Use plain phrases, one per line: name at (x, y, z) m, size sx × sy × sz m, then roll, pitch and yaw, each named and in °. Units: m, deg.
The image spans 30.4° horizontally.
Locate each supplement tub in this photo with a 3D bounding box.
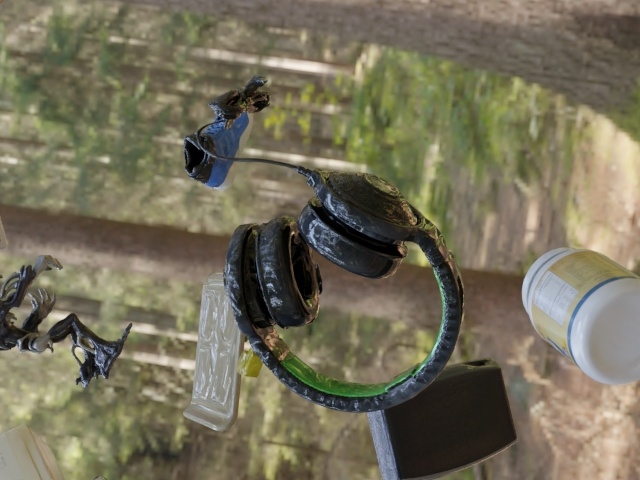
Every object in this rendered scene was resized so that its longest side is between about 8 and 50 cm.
supplement tub at (0.368, 0.095, 1.590) m, size 0.200 × 0.144 × 0.144 m, roll -132°, pitch 46°, yaw -68°

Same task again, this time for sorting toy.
sorting toy at (-0.123, 0.155, 1.683) m, size 0.307 × 0.041 × 0.229 m, roll 176°, pitch 104°, yaw -69°

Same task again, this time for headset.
headset at (0.000, 0.000, 1.326) m, size 0.394 × 0.243 × 0.185 m, roll 56°, pitch -161°, yaw -5°

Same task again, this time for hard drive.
hard drive at (0.204, 0.297, 1.921) m, size 0.054 × 0.254 × 0.172 m, roll -9°, pitch 94°, yaw 63°

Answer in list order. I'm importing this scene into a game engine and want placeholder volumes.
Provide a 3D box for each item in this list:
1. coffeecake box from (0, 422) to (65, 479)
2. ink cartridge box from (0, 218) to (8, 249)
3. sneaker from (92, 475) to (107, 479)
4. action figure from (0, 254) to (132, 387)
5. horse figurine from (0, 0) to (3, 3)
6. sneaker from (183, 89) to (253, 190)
coffeecake box at (-0.354, 0.319, 1.470) m, size 0.142 × 0.068 × 0.185 m, roll 62°, pitch 168°, yaw 15°
ink cartridge box at (-0.574, -0.041, 1.900) m, size 0.056 × 0.099 × 0.135 m, roll 1°, pitch 106°, yaw 58°
sneaker at (-0.251, 0.287, 1.342) m, size 0.083 × 0.031 × 0.037 m, roll -105°, pitch 23°, yaw -70°
action figure at (-0.418, 0.107, 1.716) m, size 0.141 × 0.275 × 0.164 m, roll -69°, pitch 9°, yaw -26°
horse figurine at (-0.457, -0.336, 1.475) m, size 0.174 × 0.263 × 0.066 m, roll 60°, pitch -144°, yaw -24°
sneaker at (-0.155, -0.156, 1.733) m, size 0.084 × 0.058 × 0.152 m, roll 17°, pitch -91°, yaw -46°
